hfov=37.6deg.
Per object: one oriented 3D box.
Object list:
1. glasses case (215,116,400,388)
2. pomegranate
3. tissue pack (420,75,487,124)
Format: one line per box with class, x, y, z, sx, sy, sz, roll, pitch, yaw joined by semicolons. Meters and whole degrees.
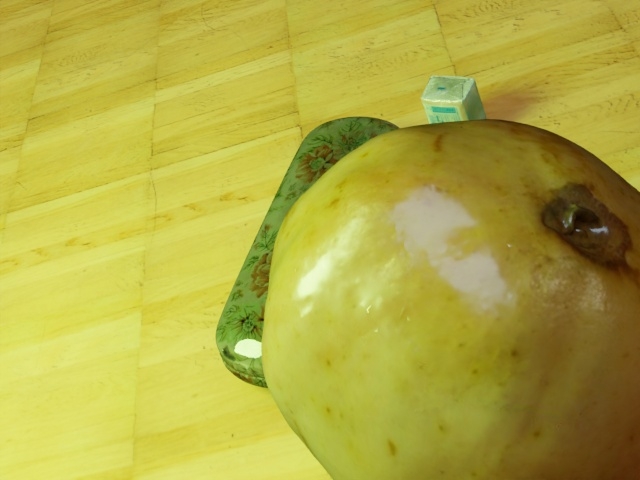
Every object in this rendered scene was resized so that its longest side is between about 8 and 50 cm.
glasses case;0.000;0.000;1.196;0.156;0.098;0.425;6;50;22
pomegranate;0.148;0.090;0.871;0.411;0.412;0.412;-12;45;12
tissue pack;0.184;-0.176;1.291;0.074;0.094;0.059;10;54;32
